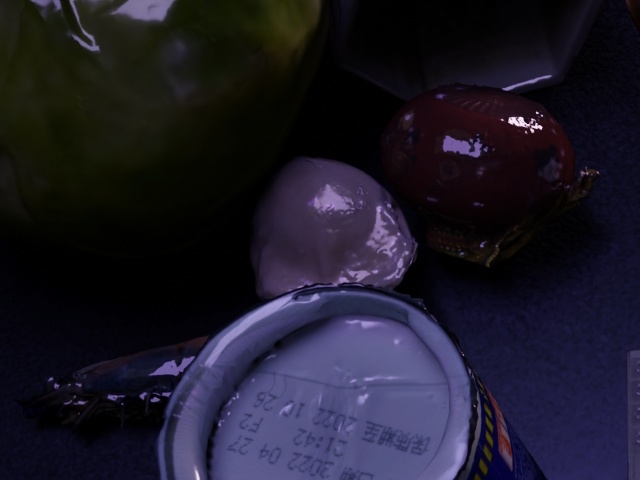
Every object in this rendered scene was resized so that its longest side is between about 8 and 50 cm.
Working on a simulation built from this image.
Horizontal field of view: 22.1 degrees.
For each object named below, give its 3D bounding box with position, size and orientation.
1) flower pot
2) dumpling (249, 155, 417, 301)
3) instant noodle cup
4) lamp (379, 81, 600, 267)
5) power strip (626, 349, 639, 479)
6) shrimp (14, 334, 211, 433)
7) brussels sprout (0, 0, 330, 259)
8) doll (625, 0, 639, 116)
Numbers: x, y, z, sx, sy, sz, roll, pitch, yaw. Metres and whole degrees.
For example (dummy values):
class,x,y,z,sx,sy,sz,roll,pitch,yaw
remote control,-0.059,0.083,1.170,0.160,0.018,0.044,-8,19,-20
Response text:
class,x,y,z,sx,sy,sz,roll,pitch,yaw
flower pot,0.112,-0.247,1.411,0.209,0.239,0.189,-38,44,34
dumpling,0.000,0.000,1.339,0.136,0.118,0.199,-49,36,6
instant noodle cup,0.038,0.188,1.054,0.284,0.312,0.284,-10,52,13
lamp,0.123,-0.053,1.320,0.156,0.135,0.157,3,22,-26
power strip,0.250,0.137,1.202,0.051,0.019,0.136,-3,54,16
shrimp,-0.130,0.167,1.301,0.262,0.051,0.198,-7,54,12
brussels sprout,-0.166,-0.163,1.365,0.425,0.342,0.361,-31,61,20
doll,0.372,-0.103,1.241,0.318,0.209,0.339,23,63,-4
